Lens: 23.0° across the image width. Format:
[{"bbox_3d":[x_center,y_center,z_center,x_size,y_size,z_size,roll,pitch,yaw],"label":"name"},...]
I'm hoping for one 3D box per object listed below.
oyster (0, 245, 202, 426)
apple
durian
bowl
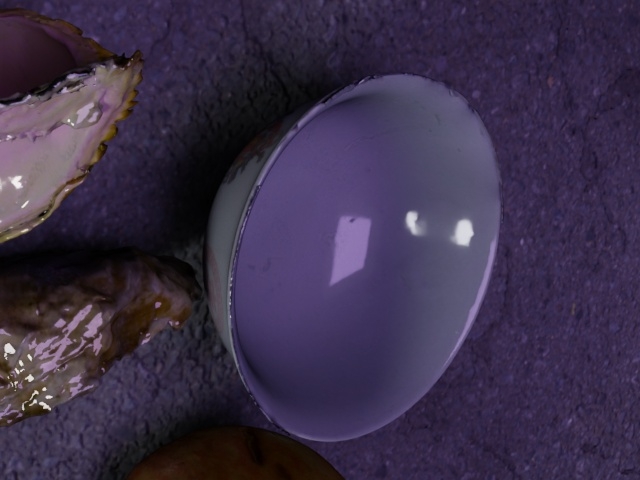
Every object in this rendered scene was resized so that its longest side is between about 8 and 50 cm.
[{"bbox_3d":[-0.247,0.065,1.297,0.341,0.166,0.110,-9,119,-22],"label":"oyster"},{"bbox_3d":[-0.070,0.310,1.459,0.264,0.264,0.264,-16,116,-36],"label":"apple"},{"bbox_3d":[-0.292,-0.059,1.200,0.305,0.185,0.196,-21,133,-21],"label":"durian"},{"bbox_3d":[0.000,0.000,1.453,0.345,0.157,0.345,-18,117,-39],"label":"bowl"}]
